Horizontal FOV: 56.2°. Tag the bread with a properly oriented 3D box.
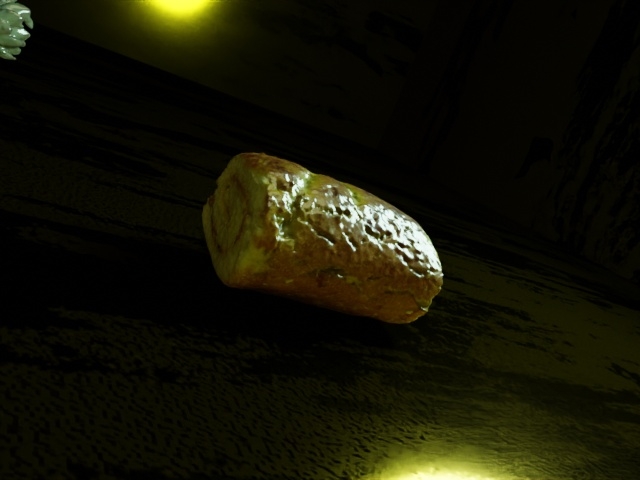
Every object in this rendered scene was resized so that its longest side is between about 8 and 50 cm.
[{"bbox_3d":[0.000,0.000,0.490,0.172,0.103,0.132,19,20,-29],"label":"bread"}]

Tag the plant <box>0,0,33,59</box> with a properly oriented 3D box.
[{"bbox_3d":[-0.594,-0.382,0.999,0.195,0.129,0.132,4,22,-46],"label":"plant"}]
